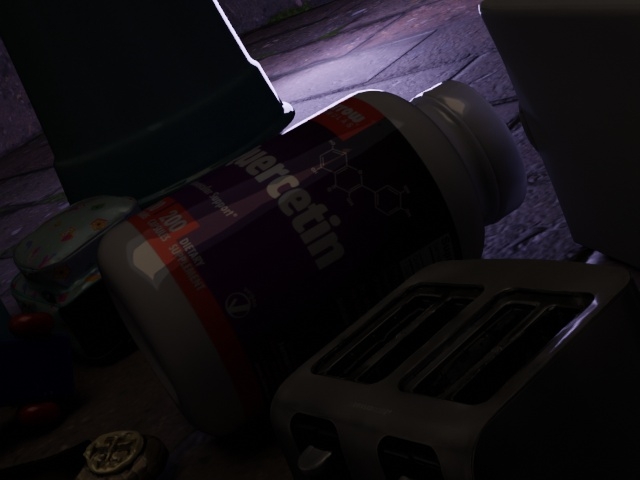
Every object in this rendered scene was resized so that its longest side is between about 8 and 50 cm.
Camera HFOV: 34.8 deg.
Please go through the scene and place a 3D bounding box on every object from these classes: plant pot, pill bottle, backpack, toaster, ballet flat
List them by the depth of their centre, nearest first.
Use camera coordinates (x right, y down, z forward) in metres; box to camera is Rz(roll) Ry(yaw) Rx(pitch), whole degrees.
[{"bbox_3d":[0.090,0.094,0.547,0.185,0.110,0.168,-36,21,-29],"label":"toaster"},{"bbox_3d":[-0.233,0.193,0.788,0.249,0.058,0.084,-20,20,18],"label":"ballet flat"},{"bbox_3d":[0.000,0.000,0.811,0.322,0.182,0.181,-32,19,-16],"label":"pill bottle"},{"bbox_3d":[-0.252,0.037,1.119,0.166,0.144,0.188,-44,21,-30],"label":"backpack"},{"bbox_3d":[-0.254,-0.245,1.344,0.341,0.334,0.341,-22,19,8],"label":"plant pot"}]

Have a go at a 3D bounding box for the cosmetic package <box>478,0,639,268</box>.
[{"bbox_3d":[0.271,-0.081,0.623,0.156,0.217,0.385,-29,20,-7],"label":"cosmetic package"}]

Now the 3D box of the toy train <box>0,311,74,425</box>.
[{"bbox_3d":[-0.371,0.131,0.973,0.247,0.105,0.143,-4,-4,-23],"label":"toy train"}]

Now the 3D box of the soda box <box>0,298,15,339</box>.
[{"bbox_3d":[-0.389,0.074,1.085,0.067,0.210,0.071,-17,19,26],"label":"soda box"}]

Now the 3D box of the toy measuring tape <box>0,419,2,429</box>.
[{"bbox_3d":[-0.392,0.208,0.872,0.330,0.121,0.121,-24,18,10],"label":"toy measuring tape"}]
